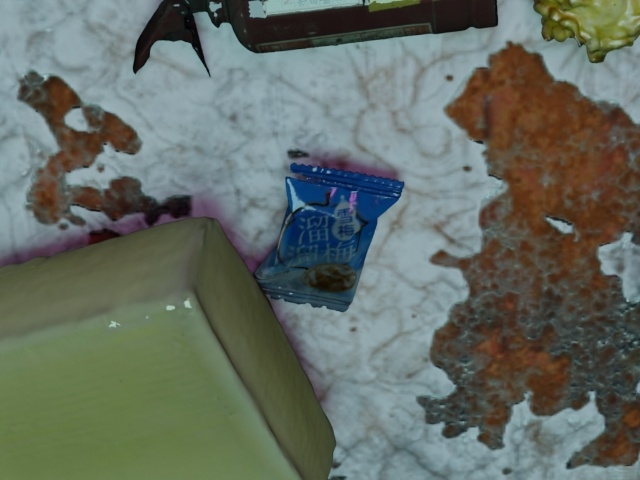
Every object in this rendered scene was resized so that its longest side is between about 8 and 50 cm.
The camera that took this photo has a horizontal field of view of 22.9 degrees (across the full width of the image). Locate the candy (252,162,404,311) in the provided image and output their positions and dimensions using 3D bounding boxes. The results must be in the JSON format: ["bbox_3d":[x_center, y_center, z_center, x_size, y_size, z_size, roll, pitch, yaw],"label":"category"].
[{"bbox_3d":[-0.001,0.000,1.162,0.088,0.038,0.136,7,132,-19],"label":"candy"}]

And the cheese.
[{"bbox_3d":[-0.156,0.124,1.184,0.265,0.124,0.242,-15,119,19],"label":"cheese"}]

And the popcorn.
[{"bbox_3d":[0.182,-0.157,1.040,0.082,0.057,0.083,-8,120,-1],"label":"popcorn"}]

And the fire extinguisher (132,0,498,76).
[{"bbox_3d":[-0.009,-0.148,1.038,0.252,0.075,0.106,-7,124,5],"label":"fire extinguisher"}]
